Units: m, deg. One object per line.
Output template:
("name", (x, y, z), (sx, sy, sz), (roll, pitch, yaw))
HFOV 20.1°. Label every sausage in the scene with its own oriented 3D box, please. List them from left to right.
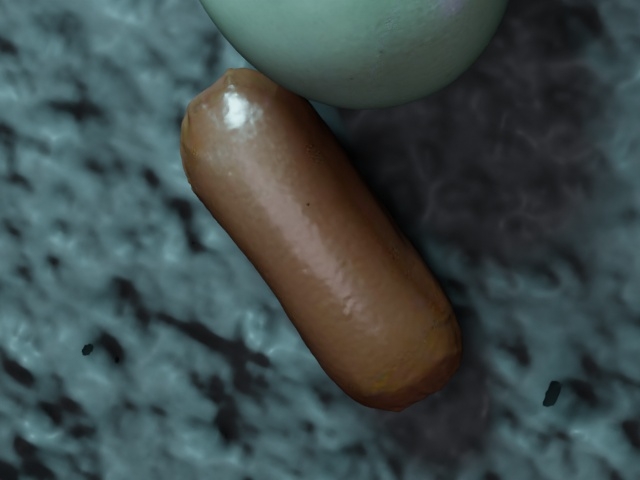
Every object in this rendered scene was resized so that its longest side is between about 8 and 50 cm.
("sausage", (0.000, 0.000, 0.912), (0.077, 0.077, 0.194), (-34, 95, 22))

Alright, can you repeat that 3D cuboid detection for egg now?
("egg", (0.002, -0.159, 0.819), (0.151, 0.151, 0.209), (-28, 96, 22))
